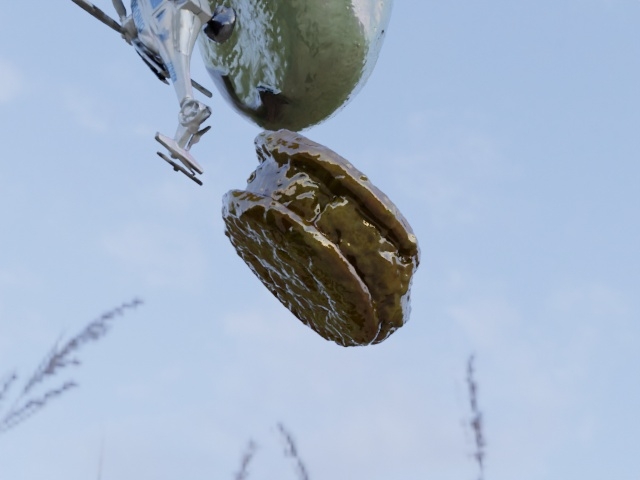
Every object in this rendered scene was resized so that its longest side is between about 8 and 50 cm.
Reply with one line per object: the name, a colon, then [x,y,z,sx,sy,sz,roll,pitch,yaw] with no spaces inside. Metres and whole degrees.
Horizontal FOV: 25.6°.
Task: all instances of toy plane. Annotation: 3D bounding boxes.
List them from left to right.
toy plane: [-0.141,-0.189,1.314,0.107,0.273,0.182,-38,-65,17]

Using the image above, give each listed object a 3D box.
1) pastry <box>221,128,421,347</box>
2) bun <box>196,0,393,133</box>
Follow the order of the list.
pastry: [0.000,0.000,0.651,0.109,0.097,0.057,44,-103,-9]
bun: [-0.017,-0.253,1.479,0.179,0.283,0.283,-14,-40,-29]
